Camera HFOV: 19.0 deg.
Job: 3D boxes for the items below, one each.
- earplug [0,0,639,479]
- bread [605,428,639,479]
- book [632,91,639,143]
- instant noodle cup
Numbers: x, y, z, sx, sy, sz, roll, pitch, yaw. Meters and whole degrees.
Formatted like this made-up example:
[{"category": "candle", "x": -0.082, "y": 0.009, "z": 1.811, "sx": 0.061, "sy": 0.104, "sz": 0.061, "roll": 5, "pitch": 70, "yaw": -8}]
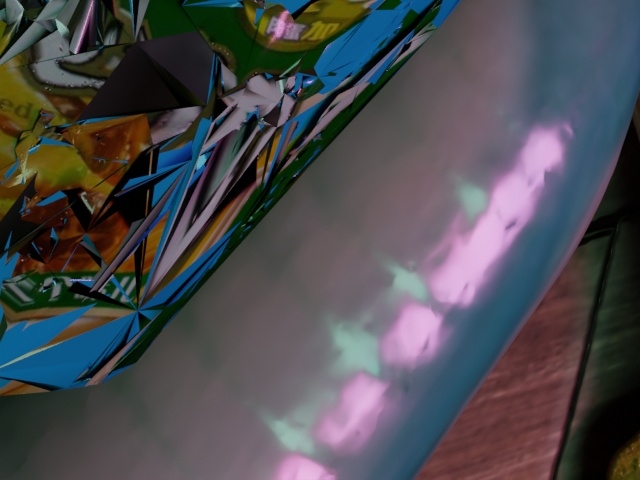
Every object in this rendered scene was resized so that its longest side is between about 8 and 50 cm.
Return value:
[{"category": "earplug", "x": 0.000, "y": 0.000, "z": 0.660, "sx": 0.324, "sy": 0.185, "sz": 0.185, "roll": -51, "pitch": 139, "yaw": -14}, {"category": "bread", "x": 0.209, "y": 0.171, "z": 1.009, "sx": 0.161, "sy": 0.088, "sz": 0.233, "roll": -26, "pitch": 133, "yaw": -32}, {"category": "book", "x": 0.255, "y": -0.051, "z": 0.869, "sx": 0.228, "sy": 0.018, "sz": 0.322, "roll": -27, "pitch": 120, "yaw": -10}, {"category": "instant noodle cup", "x": -0.078, "y": -0.082, "z": 0.489, "sx": 0.240, "sy": 0.240, "sz": 0.178, "roll": 20, "pitch": 110, "yaw": -47}]
